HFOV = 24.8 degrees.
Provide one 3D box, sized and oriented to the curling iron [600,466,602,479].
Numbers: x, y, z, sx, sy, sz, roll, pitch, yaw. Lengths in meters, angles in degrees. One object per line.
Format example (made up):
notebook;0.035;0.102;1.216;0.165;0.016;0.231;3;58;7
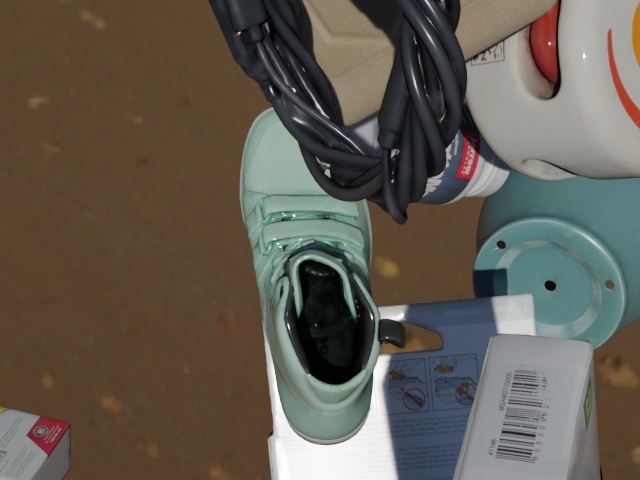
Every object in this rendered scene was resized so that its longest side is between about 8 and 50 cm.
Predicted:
curling iron;0.378;0.315;2.011;0.068;0.035;0.274;-12;76;-46

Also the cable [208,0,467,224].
cable;0.014;-0.095;0.670;0.047;0.150;0.184;-28;100;-35

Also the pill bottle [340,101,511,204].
pill bottle;0.096;-0.089;1.395;0.180;0.108;0.108;5;42;-40

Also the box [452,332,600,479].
box;0.103;0.239;0.744;0.058;0.322;0.232;4;44;19

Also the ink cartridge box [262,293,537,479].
ink cartridge box;0.084;0.183;1.437;0.275;0.060;0.239;-5;86;-1

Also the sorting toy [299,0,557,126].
sorting toy;0.028;-0.196;0.911;0.193;0.038;0.208;-31;90;-25

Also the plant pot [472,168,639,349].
plant pot;0.305;0.007;1.774;0.271;0.272;0.255;22;32;14

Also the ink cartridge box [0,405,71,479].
ink cartridge box;-0.399;0.258;1.717;0.175;0.072;0.127;12;32;12

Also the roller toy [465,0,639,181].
roller toy;0.207;-0.144;1.129;0.146;0.209;0.191;-1;41;50

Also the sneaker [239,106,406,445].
sneaker;0.001;0.000;1.001;0.094;0.151;0.256;-7;71;-7
